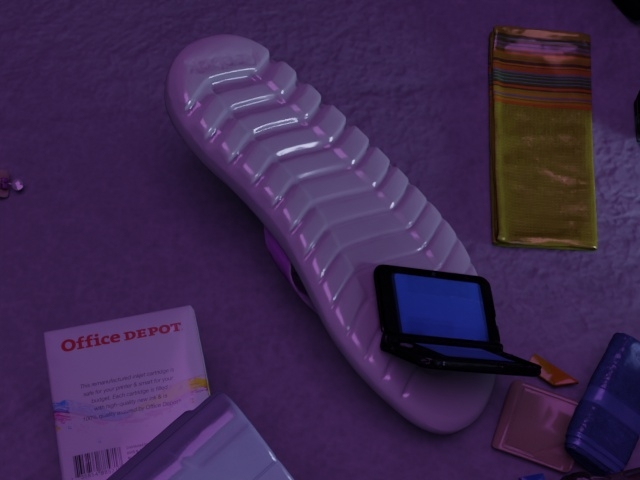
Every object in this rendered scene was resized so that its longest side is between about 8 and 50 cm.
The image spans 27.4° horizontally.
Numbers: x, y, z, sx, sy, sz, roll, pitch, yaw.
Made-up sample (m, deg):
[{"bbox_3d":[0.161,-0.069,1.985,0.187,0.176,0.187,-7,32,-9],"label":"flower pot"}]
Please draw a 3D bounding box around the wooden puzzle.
[{"bbox_3d":[0.195,0.164,1.162,0.079,0.014,0.116,24,68,14],"label":"wooden puzzle"}]

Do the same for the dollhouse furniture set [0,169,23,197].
[{"bbox_3d":[-0.328,-0.016,1.238,0.081,0.091,0.114,3,87,-43],"label":"dollhouse furniture set"}]

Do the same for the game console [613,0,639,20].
[{"bbox_3d":[0.204,-0.337,1.231,0.173,0.293,0.250,-31,70,-12],"label":"game console"}]

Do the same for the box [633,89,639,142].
[{"bbox_3d":[0.425,-0.179,1.148,0.232,0.322,0.058,3,63,1],"label":"box"}]

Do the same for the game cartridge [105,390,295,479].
[{"bbox_3d":[-0.065,0.285,0.995,0.196,0.060,0.294,-39,110,-13],"label":"game cartridge"}]

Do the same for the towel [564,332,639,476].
[{"bbox_3d":[0.256,0.144,1.149,0.067,0.029,0.119,38,70,-22],"label":"towel"}]

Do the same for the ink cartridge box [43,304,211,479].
[{"bbox_3d":[-0.150,0.163,1.094,0.128,0.127,0.176,-9,67,-6],"label":"ink cartridge box"}]

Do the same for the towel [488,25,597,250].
[{"bbox_3d":[0.215,-0.103,1.276,0.102,0.021,0.237,2,66,1],"label":"towel"}]

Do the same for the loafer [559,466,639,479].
[{"bbox_3d":[0.241,0.233,1.095,0.303,0.109,0.095,-4,48,-9],"label":"loafer"}]

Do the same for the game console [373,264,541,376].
[{"bbox_3d":[0.115,0.068,1.110,0.122,0.107,0.071,7,95,-27],"label":"game console"}]

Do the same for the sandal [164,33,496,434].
[{"bbox_3d":[0.011,-0.007,1.188,0.169,0.102,0.416,-34,87,-34],"label":"sandal"}]
